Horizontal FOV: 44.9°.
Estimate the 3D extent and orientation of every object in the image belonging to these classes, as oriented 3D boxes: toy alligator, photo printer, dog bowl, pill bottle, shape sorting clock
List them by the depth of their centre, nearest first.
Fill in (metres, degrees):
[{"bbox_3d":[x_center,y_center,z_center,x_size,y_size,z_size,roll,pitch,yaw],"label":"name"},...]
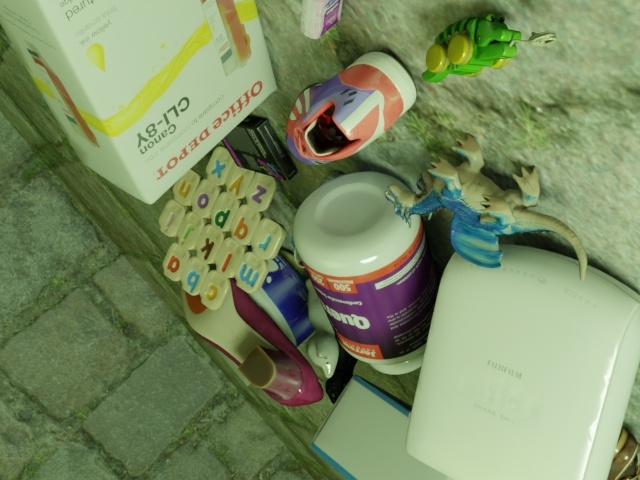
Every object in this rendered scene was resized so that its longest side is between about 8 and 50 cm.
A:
[{"bbox_3d":[0.157,-0.195,0.747,0.189,0.056,0.051,-3,88,63],"label":"toy alligator"},{"bbox_3d":[0.248,0.164,0.952,0.256,0.107,0.307,20,105,37],"label":"photo printer"},{"bbox_3d":[0.085,0.064,1.167,0.181,0.181,0.323,28,153,39],"label":"pill bottle"},{"bbox_3d":[-0.122,0.116,1.658,0.265,0.104,0.265,44,160,20],"label":"dog bowl"},{"bbox_3d":[-0.034,0.105,1.660,0.206,0.040,0.206,45,161,20],"label":"shape sorting clock"}]

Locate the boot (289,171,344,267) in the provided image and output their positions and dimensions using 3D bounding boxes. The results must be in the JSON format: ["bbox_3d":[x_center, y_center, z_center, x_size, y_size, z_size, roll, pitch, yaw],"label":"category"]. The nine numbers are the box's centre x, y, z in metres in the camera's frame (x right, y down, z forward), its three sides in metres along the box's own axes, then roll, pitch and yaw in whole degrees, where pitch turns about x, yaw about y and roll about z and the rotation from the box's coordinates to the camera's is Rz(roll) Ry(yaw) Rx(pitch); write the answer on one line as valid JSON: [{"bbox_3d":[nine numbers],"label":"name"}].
[{"bbox_3d":[0.000,0.000,1.288,0.095,0.123,0.258,36,157,23],"label":"boot"}]

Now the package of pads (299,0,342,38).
[{"bbox_3d":[0.002,-0.274,0.884,0.032,0.050,0.083,41,158,12],"label":"package of pads"}]

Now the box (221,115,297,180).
[{"bbox_3d":[-0.119,-0.166,1.340,0.162,0.029,0.116,22,150,49],"label":"box"}]

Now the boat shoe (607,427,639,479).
[{"bbox_3d":[0.443,0.335,1.160,0.073,0.073,0.207,36,164,18],"label":"boat shoe"}]

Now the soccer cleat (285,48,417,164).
[{"bbox_3d":[0.006,-0.148,1.015,0.108,0.116,0.318,49,159,-10],"label":"soccer cleat"}]

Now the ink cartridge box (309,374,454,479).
[{"bbox_3d":[0.216,0.436,1.454,0.285,0.166,0.395,28,174,44],"label":"ink cartridge box"}]

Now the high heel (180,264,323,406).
[{"bbox_3d":[-0.141,0.180,1.512,0.181,0.127,0.377,35,-167,-50],"label":"high heel"}]

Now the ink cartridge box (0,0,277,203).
[{"bbox_3d":[-0.230,-0.278,0.996,0.160,0.279,0.385,32,156,28],"label":"ink cartridge box"}]

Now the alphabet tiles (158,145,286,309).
[{"bbox_3d":[-0.192,-0.024,1.467,0.284,0.278,0.021,32,-169,31],"label":"alphabet tiles"}]

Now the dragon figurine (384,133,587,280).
[{"bbox_3d":[0.200,-0.027,0.919,0.289,0.085,0.144,34,156,29],"label":"dragon figurine"}]

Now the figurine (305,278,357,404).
[{"bbox_3d":[0.028,0.196,1.477,0.092,0.209,0.215,-9,135,14],"label":"figurine"}]

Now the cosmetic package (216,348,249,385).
[{"bbox_3d":[-0.156,0.228,1.651,0.117,0.085,0.231,48,160,7],"label":"cosmetic package"}]
